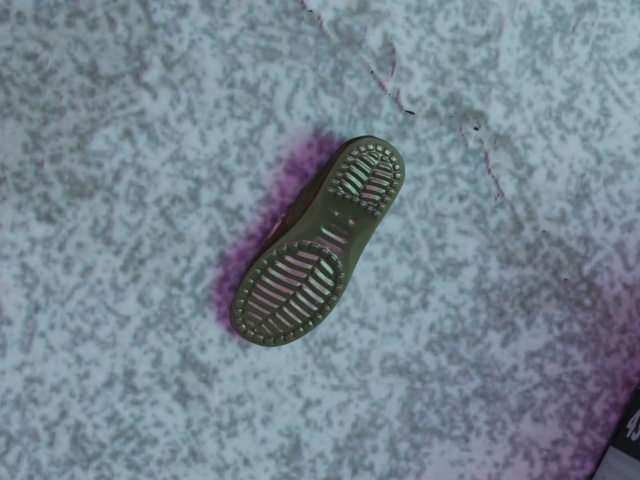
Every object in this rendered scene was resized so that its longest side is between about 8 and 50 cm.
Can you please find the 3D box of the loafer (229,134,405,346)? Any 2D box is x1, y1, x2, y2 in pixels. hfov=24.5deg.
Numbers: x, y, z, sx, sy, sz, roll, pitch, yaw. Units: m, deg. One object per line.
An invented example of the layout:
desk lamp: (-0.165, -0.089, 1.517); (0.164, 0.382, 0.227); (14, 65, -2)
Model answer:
loafer: (0.000, 0.000, 0.871); (0.056, 0.050, 0.148); (37, 104, -9)

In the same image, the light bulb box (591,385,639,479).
light bulb box: (0.394, 0.171, 0.806); (0.361, 0.358, 0.225); (27, 89, -11)
